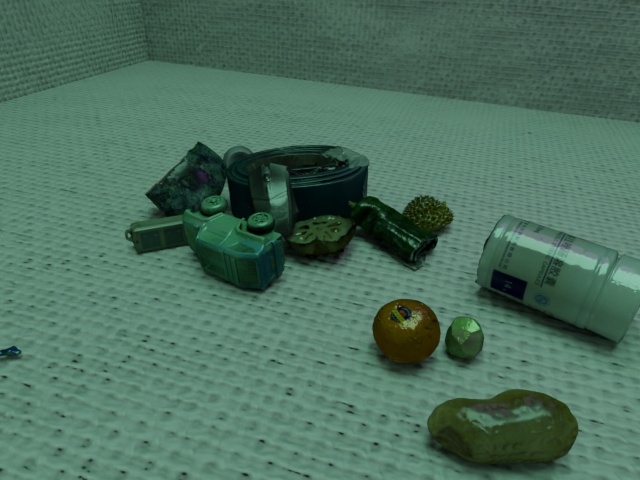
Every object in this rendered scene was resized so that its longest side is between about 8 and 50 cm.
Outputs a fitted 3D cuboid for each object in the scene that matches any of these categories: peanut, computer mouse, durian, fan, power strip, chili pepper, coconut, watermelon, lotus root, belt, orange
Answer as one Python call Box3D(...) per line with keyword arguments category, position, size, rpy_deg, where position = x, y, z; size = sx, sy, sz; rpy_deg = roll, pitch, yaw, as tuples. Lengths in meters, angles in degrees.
Box3D(category="peanut", position=(0.296, 0.306, 0.779), size=(0.237, 0.110, 0.120), rpy_deg=(-2, 53, 5))
Box3D(category="computer mouse", position=(-0.130, -0.113, 1.244), size=(0.126, 0.071, 0.231), rpy_deg=(-11, 71, 4))
Box3D(category="durian", position=(0.337, -0.093, 1.425), size=(0.147, 0.102, 0.208), rpy_deg=(23, 33, 38))
Box3D(category="fan", position=(0.226, 0.014, 1.326), size=(0.131, 0.009, 0.240), rpy_deg=(-9, 34, -18))
Box3D(category="power strip", position=(-0.385, -0.028, 1.279), size=(0.272, 0.078, 0.052), rpy_deg=(-11, 35, -22))
Box3D(category="chili pepper", position=(0.184, -0.043, 1.311), size=(0.271, 0.099, 0.136), rpy_deg=(32, 48, 29))
Box3D(category="coconut", position=(0.296, 0.202, 0.967), size=(0.082, 0.081, 0.083), rpy_deg=(-34, 57, -3))
Box3D(category="watermelon", position=(-0.414, -0.181, 1.393), size=(0.226, 0.148, 0.318), rpy_deg=(-11, 49, 28))
Box3D(category="lotus root", position=(0.002, -0.002, 1.275), size=(0.183, 0.077, 0.204), rpy_deg=(10, 27, 33))
Box3D(category="belt", position=(-0.066, -0.178, 1.455), size=(0.437, 0.173, 0.300), rpy_deg=(-4, 34, -10))
Box3D(category="orange", position=(0.174, 0.186, 0.950), size=(0.136, 0.117, 0.135), rpy_deg=(-17, 33, 11))

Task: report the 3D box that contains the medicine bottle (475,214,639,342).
Box3D(category="medicine bottle", position=(0.551, 0.081, 1.075), size=(0.332, 0.189, 0.190), rpy_deg=(24, 38, 30))

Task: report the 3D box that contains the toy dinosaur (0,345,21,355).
Box3D(category="toy dinosaur", position=(-0.751, 0.219, 0.862), size=(0.330, 0.076, 0.144), rpy_deg=(7, 25, 2))

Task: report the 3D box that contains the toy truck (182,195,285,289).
Box3D(category="toy truck", position=(-0.220, 0.006, 1.173), size=(0.279, 0.154, 0.156), rpy_deg=(19, 44, 24))

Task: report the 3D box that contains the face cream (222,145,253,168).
Box3D(category="face cream", position=(-0.279, -0.269, 1.631), size=(0.117, 0.117, 0.104), rpy_deg=(-5, 14, -12))
